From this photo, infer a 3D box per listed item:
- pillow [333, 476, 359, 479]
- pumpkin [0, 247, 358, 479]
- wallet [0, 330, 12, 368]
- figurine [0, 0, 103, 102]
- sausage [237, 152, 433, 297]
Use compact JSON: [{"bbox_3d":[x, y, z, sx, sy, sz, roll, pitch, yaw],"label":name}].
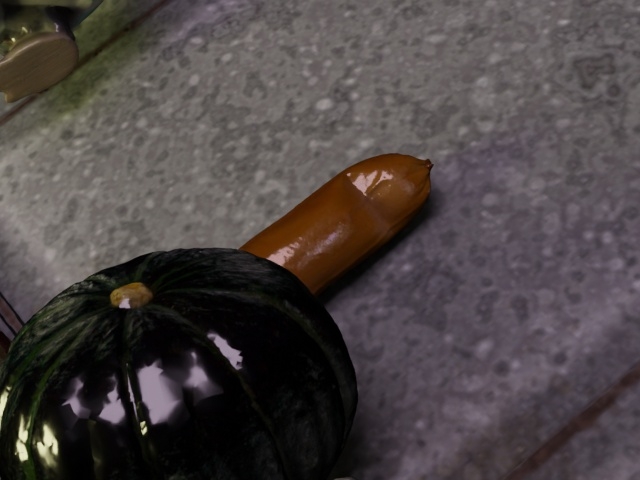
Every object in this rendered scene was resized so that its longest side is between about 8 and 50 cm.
[{"bbox_3d":[-0.070,0.208,0.784,0.232,0.043,0.126,-18,75,5],"label":"pillow"},{"bbox_3d":[-0.086,0.095,0.898,0.220,0.162,0.220,-16,26,8],"label":"pumpkin"},{"bbox_3d":[-0.304,0.075,1.111,0.122,0.031,0.232,-39,49,-14],"label":"wallet"},{"bbox_3d":[-0.160,-0.349,1.251,0.377,0.266,0.361,-27,53,0],"label":"figurine"},{"bbox_3d":[0.000,0.000,1.032,0.183,0.054,0.062,-39,81,-14],"label":"sausage"}]
